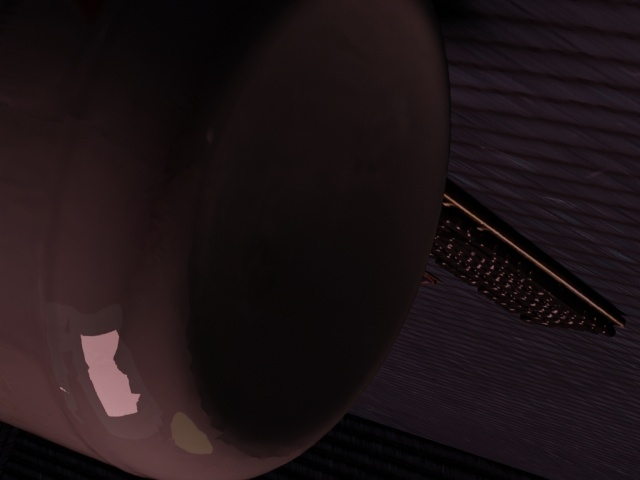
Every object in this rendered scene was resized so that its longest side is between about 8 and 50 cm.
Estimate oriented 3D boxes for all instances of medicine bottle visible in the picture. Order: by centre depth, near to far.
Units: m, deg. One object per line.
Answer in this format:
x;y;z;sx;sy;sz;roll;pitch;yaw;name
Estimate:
-0.123;-0.046;0.673;0.306;0.245;0.245;15;168;29;medicine bottle

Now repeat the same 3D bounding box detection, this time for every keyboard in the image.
0.109;0.007;1.105;0.106;0.027;0.317;12;167;42;keyboard

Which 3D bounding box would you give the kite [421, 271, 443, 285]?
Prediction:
0.000;0.000;1.324;0.234;0.016;0.321;23;170;-6;kite
